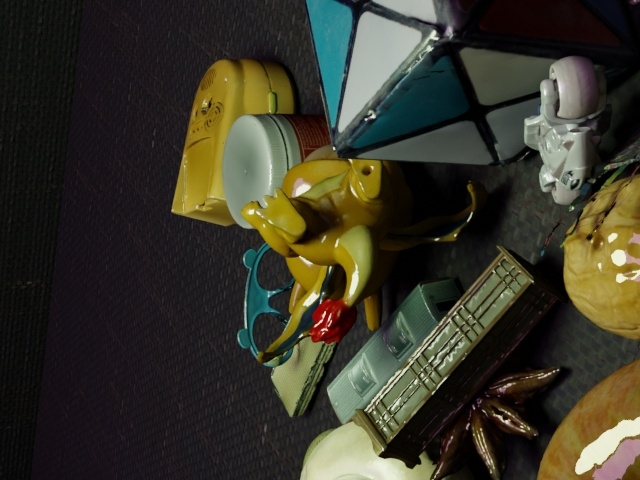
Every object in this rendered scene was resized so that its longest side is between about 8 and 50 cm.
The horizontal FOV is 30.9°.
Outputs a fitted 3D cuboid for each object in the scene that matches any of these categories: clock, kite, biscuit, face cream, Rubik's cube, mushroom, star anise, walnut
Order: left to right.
[{"bbox_3d":[-0.156,-0.198,2.233,0.244,0.200,0.316,-11,74,58],"label":"clock"},{"bbox_3d":[-0.048,-0.121,2.025,0.201,0.187,0.201,7,99,61],"label":"face cream"},{"bbox_3d":[-0.033,0.221,2.167,0.121,0.041,0.199,57,135,42],"label":"biscuit"},{"bbox_3d":[0.072,0.441,1.746,0.315,0.356,0.315,53,171,12],"label":"mushroom"},{"bbox_3d":[0.173,-0.285,1.494,0.310,0.307,0.305,-40,57,54],"label":"Rubik's cube"},{"bbox_3d":[0.239,0.232,1.639,0.272,0.103,0.271,-24,54,37],"label":"star anise"},{"bbox_3d":[0.336,-0.081,1.297,0.015,0.285,0.152,46,149,-6],"label":"kite"},{"bbox_3d":[0.372,0.015,1.295,0.226,0.193,0.193,7,98,63],"label":"walnut"}]

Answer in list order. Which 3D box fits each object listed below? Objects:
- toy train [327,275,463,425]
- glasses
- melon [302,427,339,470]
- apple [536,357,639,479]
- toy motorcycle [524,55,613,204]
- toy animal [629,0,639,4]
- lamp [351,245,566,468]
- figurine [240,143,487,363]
[{"bbox_3d":[0.107,0.199,1.877,0.409,0.089,0.086,-53,53,48],"label":"toy train"},{"bbox_3d":[-0.036,0.110,2.095,0.207,0.102,0.239,-1,77,32],"label":"glasses"},{"bbox_3d":[0.038,0.395,1.953,0.139,0.139,0.192,33,136,56],"label":"melon"},{"bbox_3d":[0.407,0.291,1.123,0.400,0.334,0.400,-23,58,44],"label":"apple"},{"bbox_3d":[0.306,-0.118,1.404,0.254,0.113,0.112,74,173,-56],"label":"toy motorcycle"},{"bbox_3d":[0.428,-0.346,1.265,0.170,0.090,0.255,54,134,50],"label":"toy animal"},{"bbox_3d":[0.186,0.162,1.586,0.325,0.090,0.089,-49,44,11],"label":"lamp"},{"bbox_3d":[0.021,0.005,1.755,0.268,0.401,0.387,44,178,7],"label":"figurine"}]
